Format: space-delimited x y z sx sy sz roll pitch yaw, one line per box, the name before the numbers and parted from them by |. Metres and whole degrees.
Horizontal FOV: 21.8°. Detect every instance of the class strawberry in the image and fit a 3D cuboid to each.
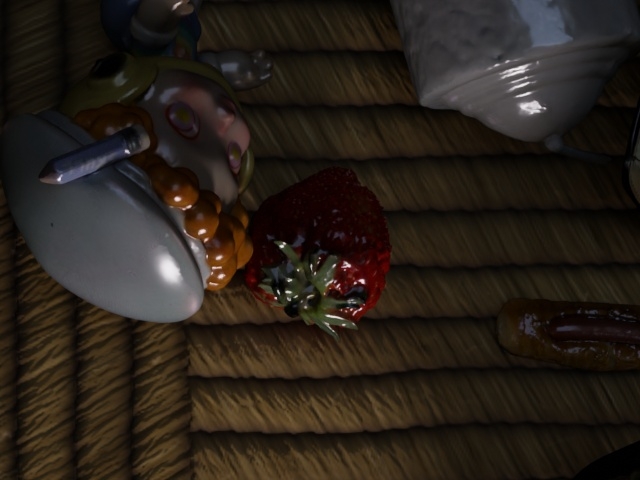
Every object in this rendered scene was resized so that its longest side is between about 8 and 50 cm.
strawberry | -0.002 0.006 1.447 0.131 0.148 0.131 1 118 3

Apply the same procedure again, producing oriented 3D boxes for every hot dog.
hot dog | 0.267 0.088 1.518 0.216 0.047 0.066 6 80 -12

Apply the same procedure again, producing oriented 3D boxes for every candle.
candle | 0.165 -0.232 1.471 0.221 0.221 0.342 -13 82 -15

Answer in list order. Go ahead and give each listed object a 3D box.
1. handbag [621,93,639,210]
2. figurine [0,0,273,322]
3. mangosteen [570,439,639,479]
handbag | 0.396 -0.169 1.506 0.160 0.237 0.358 8 76 21
figurine | -0.146 -0.109 1.422 0.205 0.224 0.381 -8 47 26
mangosteen | 0.312 0.291 1.365 0.288 0.288 0.288 3 78 -12
